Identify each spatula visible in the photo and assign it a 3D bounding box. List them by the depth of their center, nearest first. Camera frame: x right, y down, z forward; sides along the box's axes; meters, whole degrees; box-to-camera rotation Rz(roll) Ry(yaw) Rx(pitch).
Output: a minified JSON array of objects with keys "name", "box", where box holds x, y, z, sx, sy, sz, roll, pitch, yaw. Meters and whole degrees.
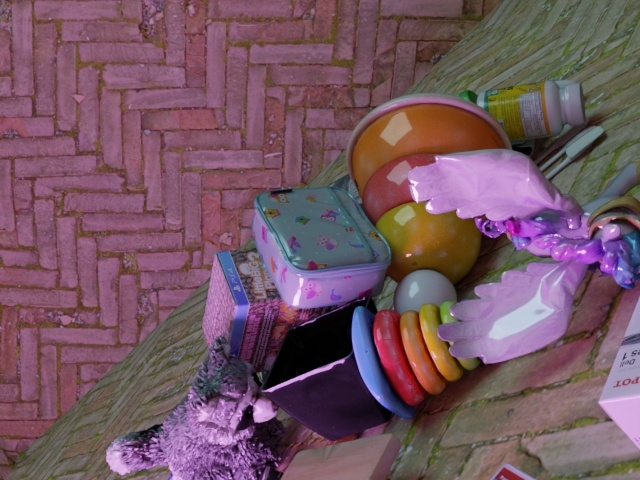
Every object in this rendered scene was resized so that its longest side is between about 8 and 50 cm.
[{"name":"spatula","box":[0.470,-0.161,1.770,0.242,0.019,0.168,-41,15,16]}]

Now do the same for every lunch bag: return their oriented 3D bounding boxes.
[{"name":"lunch bag","box":[0.000,0.000,1.620,0.279,0.223,0.108,-120,30,-46]}]

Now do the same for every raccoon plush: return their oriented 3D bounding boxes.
[{"name":"raccoon plush","box":[-0.272,0.355,1.629,0.446,0.299,0.216,-20,47,10]}]

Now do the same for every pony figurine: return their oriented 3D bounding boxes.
[{"name":"pony figurine","box":[0.333,-0.016,1.220,0.350,0.303,0.363,-13,10,25]}]

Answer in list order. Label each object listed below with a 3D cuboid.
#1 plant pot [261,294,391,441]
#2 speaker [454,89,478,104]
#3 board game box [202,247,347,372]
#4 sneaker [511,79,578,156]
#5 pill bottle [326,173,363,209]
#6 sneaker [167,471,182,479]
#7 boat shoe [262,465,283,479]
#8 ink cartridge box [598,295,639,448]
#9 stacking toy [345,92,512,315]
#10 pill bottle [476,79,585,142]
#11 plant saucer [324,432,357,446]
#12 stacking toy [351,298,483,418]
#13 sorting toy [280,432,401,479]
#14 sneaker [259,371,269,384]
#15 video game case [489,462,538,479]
[{"name":"plant pot","box":[0.039,0.238,1.511,0.188,0.167,0.187,-27,20,26]},{"name":"speaker","box":[0.317,-0.276,2.332,0.296,0.131,0.131,-37,15,28]},{"name":"board game box","box":[-0.070,0.134,1.727,0.232,0.290,0.141,107,148,-43]},{"name":"sneaker","box":[0.479,-0.248,1.898,0.255,0.094,0.151,-28,41,9]},{"name":"pill bottle","box":[0.097,-0.070,2.202,0.361,0.204,0.204,-27,23,52]},{"name":"sneaker","box":[-0.281,0.477,1.865,0.296,0.131,0.112,-45,15,5]},{"name":"boat shoe","box":[-0.094,0.460,1.555,0.125,0.038,0.046,-74,0,-66]},{"name":"ink cartridge box","box":[0.422,0.115,0.940,0.160,0.092,0.219,-28,21,52]},{"name":"stacking toy","box":[0.204,-0.024,1.678,0.350,0.350,0.480,-34,32,37]},{"name":"pill bottle","box":[0.441,-0.270,1.792,0.208,0.118,0.118,-6,31,23]},{"name":"plant saucer","box":[0.035,0.363,1.517,0.083,0.013,0.083,-41,15,13]},{"name":"stacking toy","box":[0.217,0.151,1.362,0.301,0.165,0.175,-24,61,16]},{"name":"sorting toy","box":[0.004,0.426,1.262,0.257,0.089,0.255,-28,21,51]},{"name":"sneaker","box":[-0.050,0.234,1.974,0.108,0.100,0.272,-19,29,50]},{"name":"video game case","box":[0.177,0.396,0.979,0.285,0.025,0.204,-48,13,-9]}]
